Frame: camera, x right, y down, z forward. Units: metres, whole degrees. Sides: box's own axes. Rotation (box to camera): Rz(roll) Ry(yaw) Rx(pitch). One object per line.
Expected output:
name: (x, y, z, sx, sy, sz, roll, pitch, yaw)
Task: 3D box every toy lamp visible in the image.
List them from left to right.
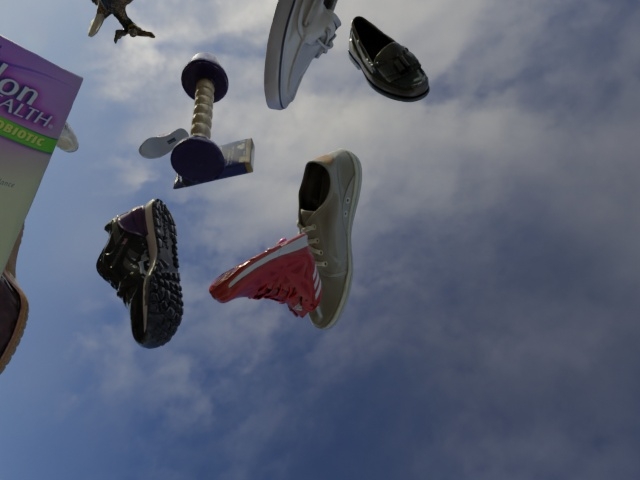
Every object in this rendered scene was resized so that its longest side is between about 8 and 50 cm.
toy lamp: (-0.180, -0.204, 0.639, 0.080, 0.080, 0.275, -39, -140, 27)

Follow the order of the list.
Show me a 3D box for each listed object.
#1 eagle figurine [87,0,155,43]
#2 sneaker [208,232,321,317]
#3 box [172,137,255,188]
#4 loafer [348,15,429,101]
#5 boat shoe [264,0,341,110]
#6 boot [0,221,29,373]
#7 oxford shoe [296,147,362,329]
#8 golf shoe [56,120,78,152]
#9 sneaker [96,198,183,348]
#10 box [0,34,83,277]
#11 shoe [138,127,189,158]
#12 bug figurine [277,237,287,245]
eagle figurine: (-0.633, -0.786, 1.285, 0.226, 0.298, 0.225, -1, -137, 11)
sneaker: (-0.062, 0.076, 0.655, 0.087, 0.221, 0.128, -25, -87, 40)
box: (-0.293, -0.211, 1.147, 0.225, 0.037, 0.136, -13, -138, 5)
loafer: (0.127, -0.377, 0.865, 0.096, 0.084, 0.267, -27, -129, -8)
boat shoe: (-0.014, -0.308, 0.590, 0.084, 0.095, 0.258, 17, -79, 6)
boot: (-0.420, 0.021, 0.433, 0.090, 0.207, 0.249, -21, -118, 8)
oxford shoe: (0.000, 0.000, 1.025, 0.169, 0.130, 0.450, 18, -74, 50)
golf shoe: (-0.726, -0.320, 1.150, 0.086, 0.069, 0.176, 20, -40, 49)
sneaker: (-0.316, 0.064, 0.720, 0.124, 0.107, 0.283, -18, -127, 2)
box: (-0.320, -0.054, 0.259, 0.117, 0.213, 0.243, 26, -87, 29)
shoe: (-0.498, -0.294, 1.310, 0.081, 0.178, 0.064, -11, -67, 44)
bug figurine: (-0.102, 0.100, 1.464, 0.278, 0.072, 0.216, 9, -105, 22)
